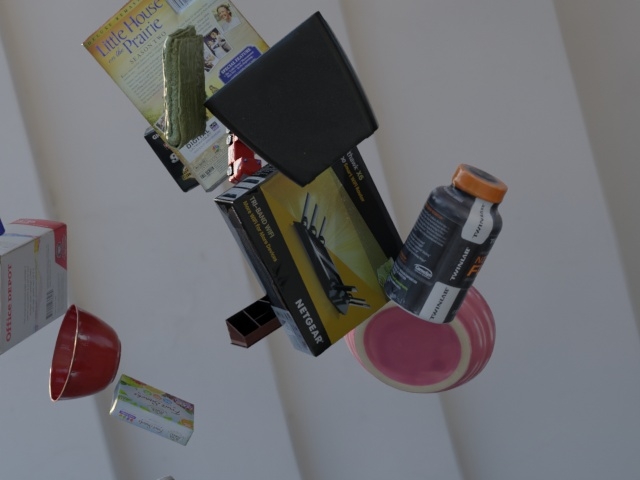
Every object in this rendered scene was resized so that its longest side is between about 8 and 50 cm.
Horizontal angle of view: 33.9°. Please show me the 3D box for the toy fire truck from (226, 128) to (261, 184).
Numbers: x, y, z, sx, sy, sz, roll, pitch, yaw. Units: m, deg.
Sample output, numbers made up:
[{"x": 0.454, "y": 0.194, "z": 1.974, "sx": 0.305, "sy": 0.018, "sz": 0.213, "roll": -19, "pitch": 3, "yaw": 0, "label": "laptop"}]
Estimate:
[{"x": -0.126, "y": -0.209, "z": 1.956, "sx": 0.047, "sy": 0.192, "sz": 0.135, "roll": 7, "pitch": -18, "yaw": -29, "label": "toy fire truck"}]

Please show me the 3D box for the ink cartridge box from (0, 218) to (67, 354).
[{"x": -0.680, "y": 0.093, "z": 2.312, "sx": 0.131, "sy": 0.226, "sz": 0.306, "roll": 8, "pitch": 14, "yaw": 13, "label": "ink cartridge box"}]

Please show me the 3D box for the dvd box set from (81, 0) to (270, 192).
[{"x": -0.259, "y": -0.357, "z": 2.245, "sx": 0.308, "sy": 0.420, "sz": 0.062, "roll": -41, "pitch": 0, "yaw": 5, "label": "dvd box set"}]

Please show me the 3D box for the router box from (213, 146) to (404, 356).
[{"x": 0.000, "y": 0.000, "z": 1.759, "sx": 0.243, "sy": 0.308, "sz": 0.081, "roll": -36, "pitch": 22, "yaw": -22, "label": "router box"}]

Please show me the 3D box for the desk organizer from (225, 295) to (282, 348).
[{"x": -0.108, "y": 0.141, "z": 1.905, "sx": 0.047, "sy": 0.050, "sz": 0.130, "roll": 8, "pitch": 30, "yaw": 44, "label": "desk organizer"}]

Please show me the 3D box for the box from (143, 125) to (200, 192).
[{"x": -0.276, "y": -0.238, "z": 2.476, "sx": 0.220, "sy": 0.175, "sz": 0.051, "roll": -28, "pitch": 26, "yaw": 10, "label": "box"}]

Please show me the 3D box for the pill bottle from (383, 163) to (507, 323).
[{"x": 0.209, "y": 0.001, "z": 1.695, "sx": 0.131, "sy": 0.245, "sz": 0.130, "roll": 23, "pitch": 18, "yaw": -8, "label": "pill bottle"}]

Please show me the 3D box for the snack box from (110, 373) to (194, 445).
[{"x": -0.287, "y": 0.291, "z": 1.806, "sx": 0.141, "sy": 0.037, "sz": 0.100, "roll": 25, "pitch": 15, "yaw": -14, "label": "snack box"}]

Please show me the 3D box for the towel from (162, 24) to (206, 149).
[{"x": -0.175, "y": -0.197, "z": 1.347, "sx": 0.027, "sy": 0.148, "sz": 0.110, "roll": 3, "pitch": 18, "yaw": 13, "label": "towel"}]

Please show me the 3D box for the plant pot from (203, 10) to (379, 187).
[{"x": -0.020, "y": -0.177, "z": 1.406, "sx": 0.188, "sy": 0.167, "sz": 0.187, "roll": -39, "pitch": 4, "yaw": 7, "label": "plant pot"}]

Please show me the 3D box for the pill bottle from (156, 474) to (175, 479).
[{"x": -0.186, "y": 0.369, "z": 1.351, "sx": 0.067, "sy": 0.120, "sz": 0.067, "roll": -34, "pitch": -19, "yaw": -14, "label": "pill bottle"}]

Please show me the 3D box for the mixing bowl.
[{"x": -0.428, "y": 0.215, "z": 1.941, "sx": 0.098, "sy": 0.181, "sz": 0.181, "roll": 14, "pitch": -11, "yaw": -24, "label": "mixing bowl"}]

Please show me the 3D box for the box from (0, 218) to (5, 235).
[{"x": -0.607, "y": -0.035, "z": 1.785, "sx": 0.136, "sy": 0.028, "sz": 0.081, "roll": -2, "pitch": -38, "yaw": -1, "label": "box"}]

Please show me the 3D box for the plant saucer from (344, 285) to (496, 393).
[{"x": 0.200, "y": 0.201, "z": 2.222, "sx": 0.332, "sy": 0.332, "sz": 0.084, "roll": -14, "pitch": 25, "yaw": 24, "label": "plant saucer"}]

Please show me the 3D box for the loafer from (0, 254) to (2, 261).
[{"x": -0.607, "y": -0.010, "z": 1.655, "sx": 0.102, "sy": 0.268, "sz": 0.092, "roll": -2, "pitch": 50, "yaw": 34, "label": "loafer"}]
